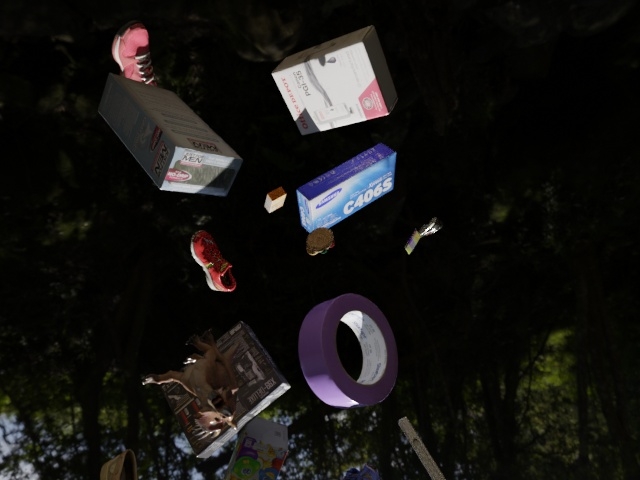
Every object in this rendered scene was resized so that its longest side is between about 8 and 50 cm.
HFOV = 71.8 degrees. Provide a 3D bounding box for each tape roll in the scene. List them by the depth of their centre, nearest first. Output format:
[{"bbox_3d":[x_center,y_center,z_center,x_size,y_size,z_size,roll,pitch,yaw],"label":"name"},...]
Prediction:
[{"bbox_3d":[0.076,0.279,1.125,0.090,0.275,0.275,-28,-178,41],"label":"tape roll"}]

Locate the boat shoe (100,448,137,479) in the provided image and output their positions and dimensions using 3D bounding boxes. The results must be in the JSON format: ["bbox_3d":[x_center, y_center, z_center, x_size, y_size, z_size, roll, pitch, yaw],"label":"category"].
[{"bbox_3d":[-0.592,0.773,1.326,0.098,0.109,0.302,-39,-143,-1],"label":"boat shoe"}]

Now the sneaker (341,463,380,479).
[{"bbox_3d":[0.087,0.658,1.179,0.221,0.083,0.087,-39,-140,34],"label":"sneaker"}]

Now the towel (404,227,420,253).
[{"bbox_3d":[0.326,0.004,1.564,0.009,0.060,0.083,26,-101,36],"label":"towel"}]

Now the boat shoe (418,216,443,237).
[{"bbox_3d":[0.398,-0.039,1.622,0.133,0.042,0.049,-46,-163,57],"label":"boat shoe"}]

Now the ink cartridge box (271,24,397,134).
[{"bbox_3d":[0.040,-0.426,1.214,0.283,0.207,0.117,-6,-141,32],"label":"ink cartridge box"}]

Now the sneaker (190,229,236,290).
[{"bbox_3d":[-0.396,0.079,1.697,0.118,0.279,0.107,7,-140,37],"label":"sneaker"}]

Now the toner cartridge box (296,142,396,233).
[{"bbox_3d":[0.091,-0.168,1.437,0.347,0.165,0.075,-32,-127,-20],"label":"toner cartridge box"}]

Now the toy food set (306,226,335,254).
[{"bbox_3d":[0.000,0.000,1.225,0.082,0.020,0.083,-9,-124,18],"label":"toy food set"}]

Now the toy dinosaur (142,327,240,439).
[{"bbox_3d":[-0.221,0.304,0.925,0.127,0.200,0.295,-48,169,5],"label":"toy dinosaur"}]

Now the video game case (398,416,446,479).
[{"bbox_3d":[0.253,0.505,0.927,0.026,0.227,0.206,-31,-143,-3],"label":"video game case"}]

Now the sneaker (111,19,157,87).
[{"bbox_3d":[-0.547,-0.508,1.358,0.116,0.136,0.314,-49,170,-46],"label":"sneaker"}]

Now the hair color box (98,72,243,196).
[{"bbox_3d":[-0.377,-0.262,1.091,0.185,0.374,0.114,1,126,-51],"label":"hair color box"}]

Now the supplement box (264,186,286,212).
[{"bbox_3d":[-0.164,-0.147,1.601,0.062,0.036,0.098,-32,169,-22],"label":"supplement box"}]

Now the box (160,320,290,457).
[{"bbox_3d":[-0.278,0.425,1.287,0.307,0.242,0.076,-40,150,-7],"label":"box"}]

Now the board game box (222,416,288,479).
[{"bbox_3d":[-0.216,0.723,1.393,0.142,0.275,0.144,20,-176,-7],"label":"board game box"}]
